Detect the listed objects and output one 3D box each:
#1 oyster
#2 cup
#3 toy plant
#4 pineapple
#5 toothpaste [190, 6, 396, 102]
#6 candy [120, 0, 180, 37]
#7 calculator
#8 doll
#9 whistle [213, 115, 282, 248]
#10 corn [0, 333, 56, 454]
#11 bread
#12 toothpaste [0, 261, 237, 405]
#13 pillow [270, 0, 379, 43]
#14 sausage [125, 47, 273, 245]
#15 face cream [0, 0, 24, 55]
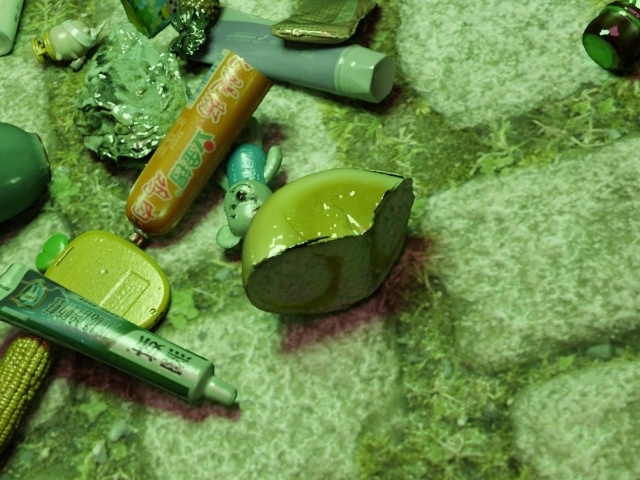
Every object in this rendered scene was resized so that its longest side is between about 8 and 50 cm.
[{"bbox_3d":[-0.299,-0.222,1.719,0.198,0.112,0.268,-38,56,-13],"label":"oyster"},{"bbox_3d":[-0.490,-0.107,1.661,0.150,0.199,0.199,-19,55,-21],"label":"cup"},{"bbox_3d":[0.471,-0.328,1.640,0.162,0.093,0.093,-40,59,-14],"label":"toy plant"},{"bbox_3d":[-0.207,-0.357,1.794,0.074,0.074,0.159,1,51,12],"label":"pineapple"},{"bbox_3d":[-0.055,-0.299,1.742,0.371,0.080,0.125,20,63,29],"label":"toothpaste"},{"bbox_3d":[-0.248,-0.440,1.853,0.194,0.097,0.062,-42,57,-16],"label":"candy"},{"bbox_3d":[-0.321,0.058,1.593,0.235,0.032,0.146,27,67,23],"label":"calculator"},{"bbox_3d":[-0.411,-0.326,1.838,0.127,0.073,0.084,-19,90,4],"label":"doll"},{"bbox_3d":[-0.107,-0.093,1.621,0.114,0.077,0.235,-16,54,14],"label":"whistle"},{"bbox_3d":[-0.423,0.211,1.498,0.068,0.068,0.207,15,62,20],"label":"corn"},{"bbox_3d":[0.009,-0.008,1.501,0.261,0.158,0.156,-15,48,-7],"label":"bread"},{"bbox_3d":[-0.285,0.133,1.497,0.392,0.061,0.099,23,50,14],"label":"toothpaste"},{"bbox_3d":[0.008,-0.351,1.734,0.135,0.034,0.211,8,29,13],"label":"pillow"},{"bbox_3d":[-0.190,-0.128,1.613,0.093,0.093,0.312,34,90,27],"label":"sausage"},{"bbox_3d":[-0.556,-0.448,1.930,0.082,0.082,0.269,-4,58,9],"label":"face cream"}]
